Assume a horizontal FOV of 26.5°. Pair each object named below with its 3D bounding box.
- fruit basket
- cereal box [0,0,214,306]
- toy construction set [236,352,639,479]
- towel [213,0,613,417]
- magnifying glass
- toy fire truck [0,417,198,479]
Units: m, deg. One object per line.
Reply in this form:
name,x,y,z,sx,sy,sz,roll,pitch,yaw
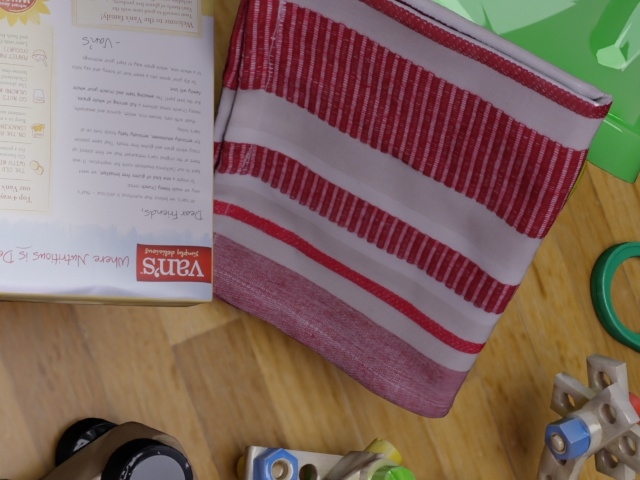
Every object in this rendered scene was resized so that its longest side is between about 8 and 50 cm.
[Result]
fruit basket,0.115,-0.148,1.041,0.283,0.392,0.392,29,71,-15
cereal box,-0.153,-0.079,0.862,0.173,0.047,0.240,4,82,-27
toy construction set,0.112,0.214,1.063,0.327,0.151,0.215,-17,91,-17
towel,0.029,-0.026,0.913,0.237,0.329,0.037,28,48,7
magnifying glass,0.329,0.100,1.249,0.092,0.026,0.231,-44,101,-25
toy fire truck,-0.143,0.278,0.928,0.217,0.158,0.246,-34,110,-27
